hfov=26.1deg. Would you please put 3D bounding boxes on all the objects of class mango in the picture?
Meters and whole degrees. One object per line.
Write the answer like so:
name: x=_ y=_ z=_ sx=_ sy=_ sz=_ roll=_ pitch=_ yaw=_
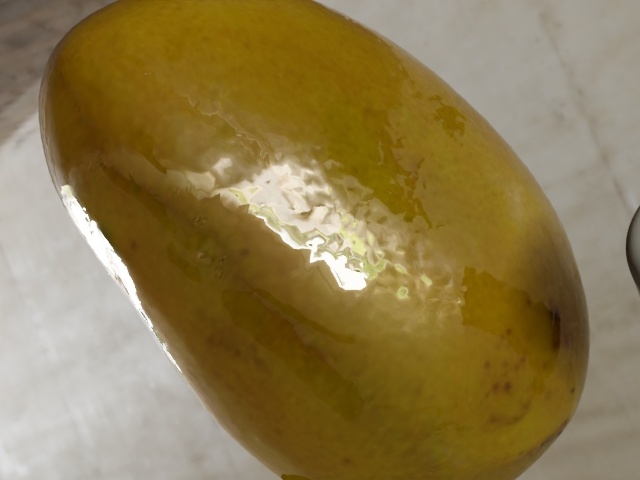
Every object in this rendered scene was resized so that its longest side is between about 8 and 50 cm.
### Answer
mango: x=0.000 y=0.000 z=0.958 sx=0.232 sy=0.445 sz=0.300 roll=-23 pitch=-149 yaw=58

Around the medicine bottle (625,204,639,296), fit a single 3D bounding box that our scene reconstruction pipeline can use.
medicine bottle: x=0.251 y=0.036 z=0.844 sx=0.105 sy=0.105 sz=0.168 roll=-24 pitch=144 yaw=8
